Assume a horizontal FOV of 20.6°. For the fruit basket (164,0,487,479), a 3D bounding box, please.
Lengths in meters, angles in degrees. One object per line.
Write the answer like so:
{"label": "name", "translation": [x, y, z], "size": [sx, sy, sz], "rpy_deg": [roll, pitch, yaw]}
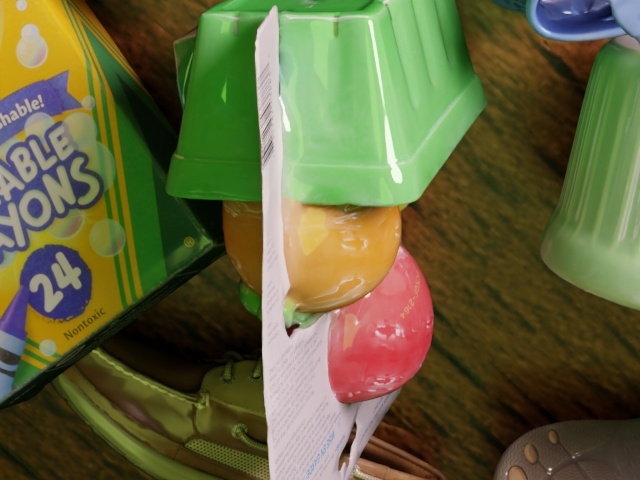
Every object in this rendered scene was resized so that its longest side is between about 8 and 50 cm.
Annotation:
{"label": "fruit basket", "translation": [0.000, 0.000, 1.130], "size": [0.165, 0.327, 0.353], "rpy_deg": [9, 113, 14]}

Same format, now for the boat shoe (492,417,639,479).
{"label": "boat shoe", "translation": [0.279, 0.189, 1.304], "size": [0.324, 0.123, 0.116], "rpy_deg": [0, 144, -7]}

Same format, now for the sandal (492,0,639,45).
{"label": "sandal", "translation": [0.166, -0.176, 1.065], "size": [0.138, 0.317, 0.126], "rpy_deg": [-47, 108, -14]}

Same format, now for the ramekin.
{"label": "ramekin", "translation": [0.300, -0.039, 1.118], "size": [0.303, 0.303, 0.148], "rpy_deg": [7, 102, -1]}

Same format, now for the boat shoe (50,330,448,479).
{"label": "boat shoe", "translation": [-0.049, 0.134, 1.290], "size": [0.324, 0.122, 0.120], "rpy_deg": [33, 99, -15]}

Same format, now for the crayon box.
{"label": "crayon box", "translation": [-0.227, -0.073, 1.177], "size": [0.203, 0.083, 0.323], "rpy_deg": [-36, 84, 14]}
